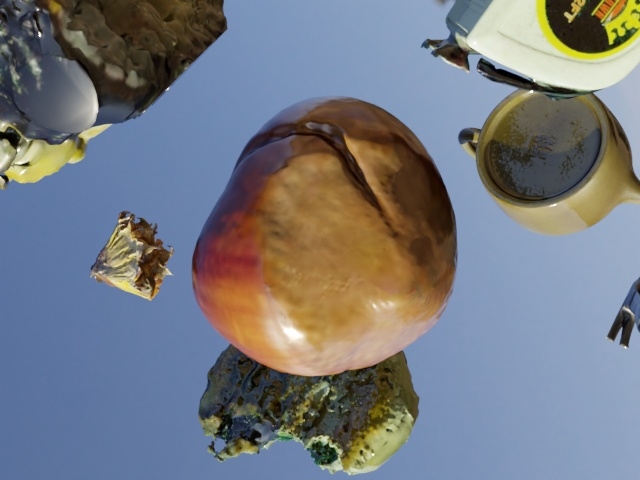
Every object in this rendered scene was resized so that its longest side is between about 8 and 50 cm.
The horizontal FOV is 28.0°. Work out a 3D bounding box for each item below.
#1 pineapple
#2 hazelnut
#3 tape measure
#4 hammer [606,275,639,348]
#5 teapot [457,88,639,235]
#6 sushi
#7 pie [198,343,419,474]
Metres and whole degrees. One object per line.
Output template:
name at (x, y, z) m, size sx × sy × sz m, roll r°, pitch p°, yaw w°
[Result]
pineapple at (-0.267, 0.032, 1.788) m, size 0.069 × 0.116 × 0.137 m, roll 44°, pitch -157°, yaw -43°
hazelnut at (0.000, 0.000, 1.599) m, size 0.315 × 0.372 × 0.372 m, roll 47°, pitch -151°, yaw -29°
tape measure at (0.254, -0.242, 1.336) m, size 0.207 × 0.235 × 0.115 m, roll 28°, pitch -165°, yaw -26°
hammer at (0.465, 0.105, 1.863) m, size 0.037 × 0.137 × 0.290 m, roll 26°, pitch -171°, yaw 7°
teapot at (0.302, -0.094, 1.669) m, size 0.175 × 0.267 × 0.186 m, roll 40°, pitch -107°, yaw -54°
sushi at (-0.291, -0.237, 1.282) m, size 0.329 × 0.285 × 0.328 m, roll 54°, pitch -147°, yaw -17°
pie at (-0.014, 0.223, 1.989) m, size 0.078 × 0.371 × 0.297 m, roll 51°, pitch -130°, yaw -50°
